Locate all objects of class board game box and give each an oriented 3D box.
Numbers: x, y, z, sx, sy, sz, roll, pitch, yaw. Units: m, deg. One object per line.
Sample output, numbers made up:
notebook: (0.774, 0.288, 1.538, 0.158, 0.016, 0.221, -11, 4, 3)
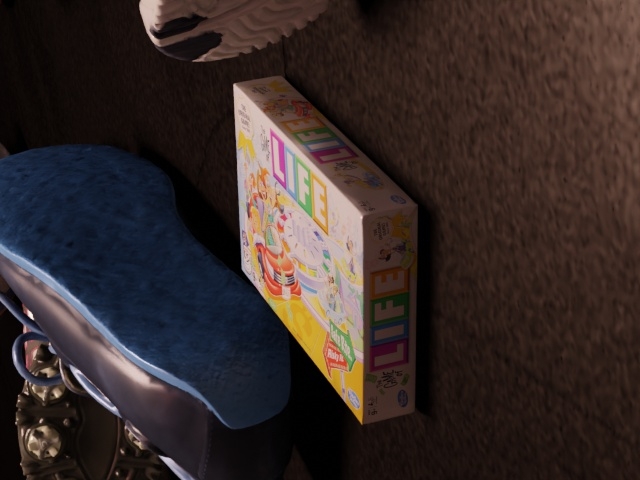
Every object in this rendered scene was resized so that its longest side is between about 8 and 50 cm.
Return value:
board game box: (0.000, 0.000, 0.787, 0.154, 0.026, 0.103, -132, 36, -55)

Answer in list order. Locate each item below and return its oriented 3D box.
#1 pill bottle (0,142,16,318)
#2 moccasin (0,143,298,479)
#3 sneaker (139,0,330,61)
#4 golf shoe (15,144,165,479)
pill bottle: (-0.328, -0.009, 1.553, 0.219, 0.123, 0.123, 115, 139, -60)
moccasin: (-0.120, 0.048, 0.991, 0.342, 0.137, 0.117, -131, 30, -56)
sneaker: (-0.035, -0.193, 0.675, 0.235, 0.094, 0.153, 106, 147, -53)
golf shoe: (-0.160, 0.068, 1.203, 0.120, 0.105, 0.273, -131, 37, -83)
